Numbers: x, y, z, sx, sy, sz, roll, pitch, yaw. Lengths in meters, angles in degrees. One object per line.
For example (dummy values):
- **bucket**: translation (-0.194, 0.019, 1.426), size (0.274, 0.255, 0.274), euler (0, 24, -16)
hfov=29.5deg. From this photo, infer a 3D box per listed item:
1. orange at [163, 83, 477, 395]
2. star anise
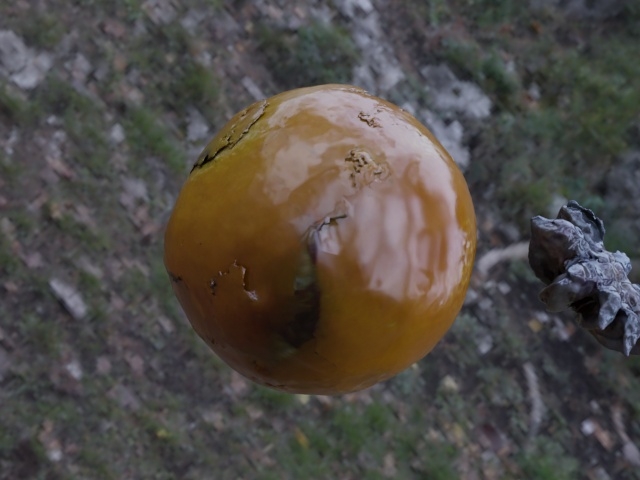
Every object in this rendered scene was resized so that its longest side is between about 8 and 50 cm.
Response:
- **orange**: translation (0.000, 0.000, 0.955), size (0.246, 0.246, 0.246), euler (48, 11, -12)
- **star anise**: translation (0.334, 0.054, 1.449), size (0.236, 0.093, 0.229), euler (45, 28, 1)
